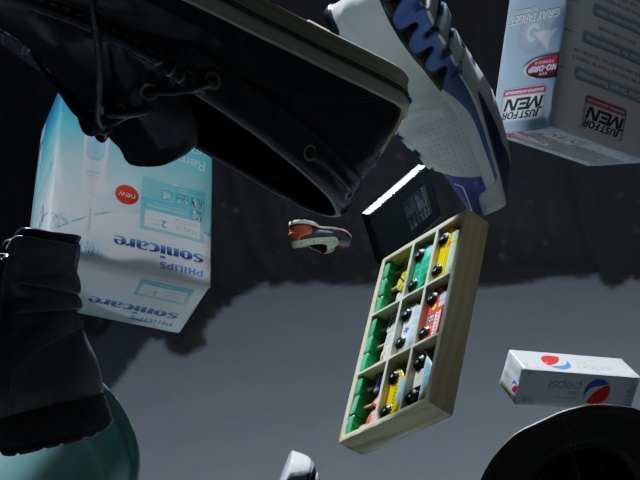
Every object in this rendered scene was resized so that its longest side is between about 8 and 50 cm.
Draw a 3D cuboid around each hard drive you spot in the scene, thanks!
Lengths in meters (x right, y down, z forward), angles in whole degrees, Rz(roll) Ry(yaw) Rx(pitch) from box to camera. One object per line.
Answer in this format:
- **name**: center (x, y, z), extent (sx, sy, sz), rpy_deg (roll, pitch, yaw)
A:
- **hard drive**: center (0.121, -0.037, 1.972), extent (0.022, 0.094, 0.135), rpy_deg (16, 45, 42)

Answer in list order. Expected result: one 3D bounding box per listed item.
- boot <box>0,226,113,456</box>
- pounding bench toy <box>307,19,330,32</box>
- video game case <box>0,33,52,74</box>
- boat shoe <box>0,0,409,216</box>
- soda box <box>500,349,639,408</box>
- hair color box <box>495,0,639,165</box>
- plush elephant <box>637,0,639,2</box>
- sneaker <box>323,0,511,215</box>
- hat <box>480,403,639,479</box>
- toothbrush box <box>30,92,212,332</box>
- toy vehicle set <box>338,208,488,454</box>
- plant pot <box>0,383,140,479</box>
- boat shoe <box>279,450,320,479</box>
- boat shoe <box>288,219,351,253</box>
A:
- **boot**: center (-0.383, 0.113, 1.303), extent (0.338, 0.222, 0.118), rpy_deg (-13, 1, -13)
- **pounding bench toy**: center (0.007, -0.221, 1.650), extent (0.083, 0.052, 0.065), rpy_deg (27, 27, -10)
- **video game case**: center (-0.291, -0.239, 1.302), extent (0.026, 0.274, 0.196), rpy_deg (-56, 3, -27)
- **boat shoe**: center (-0.143, -0.142, 1.102), extent (0.500, 0.156, 0.187), rpy_deg (19, -4, -33)
- **soda box**: center (0.413, 0.234, 2.224), extent (0.216, 0.069, 0.074), rpy_deg (7, 20, -18)
- **hair color box**: center (0.344, -0.298, 1.715), extent (0.185, 0.374, 0.114), rpy_deg (14, -9, -35)
- **plush elephant**: center (0.354, -0.401, 1.463), extent (0.272, 0.255, 0.330), rpy_deg (15, -22, -31)
- **sneaker**: center (0.093, -0.168, 1.571), extent (0.182, 0.315, 0.127), rpy_deg (-20, 22, 22)
- **hat**: center (0.366, 0.379, 1.979), extent (0.331, 0.331, 0.134), rpy_deg (-15, 9, -10)
- **toothbrush box**: center (-0.263, -0.047, 1.769), extent (0.216, 0.126, 0.295), rpy_deg (14, 52, -20)
- **toy vehicle set**: center (0.109, 0.105, 1.542), extent (0.166, 0.035, 0.266), rpy_deg (-34, 32, 47)
- **plant pot**: center (-0.470, 0.369, 1.852), extent (0.341, 0.341, 0.334), rpy_deg (-1, 25, 17)
- **boat shoe**: center (-0.012, 0.271, 1.260), extent (0.076, 0.228, 0.080), rpy_deg (17, 53, 3)
- **boat shoe**: center (0.000, 0.000, 2.084), extent (0.049, 0.043, 0.137), rpy_deg (-17, -19, 35)
